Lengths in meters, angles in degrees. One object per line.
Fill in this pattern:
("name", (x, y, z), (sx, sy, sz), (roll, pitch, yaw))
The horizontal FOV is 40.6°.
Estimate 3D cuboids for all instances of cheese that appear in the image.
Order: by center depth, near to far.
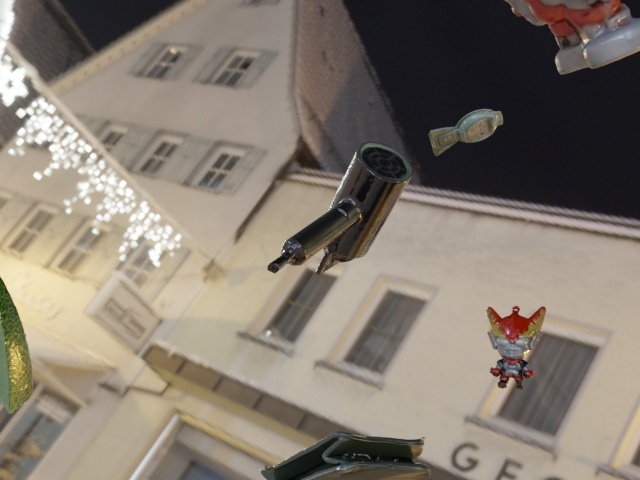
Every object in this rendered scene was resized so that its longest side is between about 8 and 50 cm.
("cheese", (0.235, -0.177, 1.387), (0.067, 0.121, 0.026), (65, 5, -48))

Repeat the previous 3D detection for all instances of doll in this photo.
("doll", (0.058, -0.130, 0.339), (0.180, 0.079, 0.094), (39, -1, -13))
("doll", (0.347, 0.190, 1.554), (0.109, 0.169, 0.057), (-2, -34, 20))

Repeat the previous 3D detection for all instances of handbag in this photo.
("handbag", (0.050, 0.446, 1.670), (0.248, 0.079, 0.260), (16, -38, -39))

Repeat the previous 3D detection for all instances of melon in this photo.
("melon", (-0.446, 0.101, 1.160), (0.114, 0.053, 0.261), (11, -63, 37))

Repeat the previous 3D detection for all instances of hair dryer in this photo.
("hair dryer", (0.000, 0.000, 1.081), (0.078, 0.248, 0.195), (39, -50, 16))
